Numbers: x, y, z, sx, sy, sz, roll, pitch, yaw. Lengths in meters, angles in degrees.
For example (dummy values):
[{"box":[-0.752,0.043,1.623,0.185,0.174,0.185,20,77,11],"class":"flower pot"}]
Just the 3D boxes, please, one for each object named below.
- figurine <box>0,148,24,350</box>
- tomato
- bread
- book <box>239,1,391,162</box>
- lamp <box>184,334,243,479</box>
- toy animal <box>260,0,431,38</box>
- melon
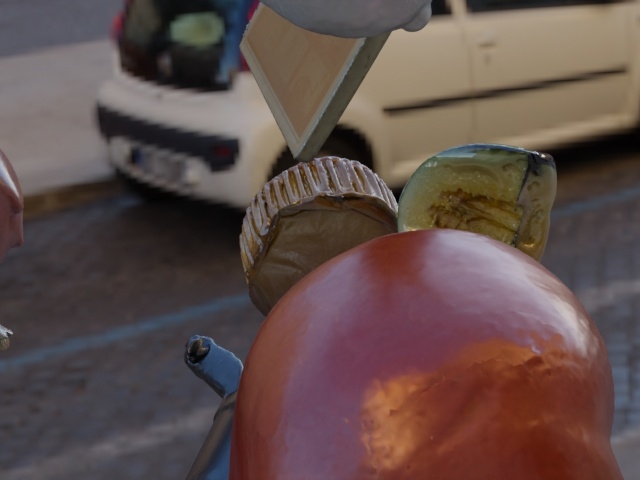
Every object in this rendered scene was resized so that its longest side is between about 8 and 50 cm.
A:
[{"box":[-0.382,0.001,1.832,0.166,0.387,0.207,-15,44,-36],"class":"figurine"},{"box":[0.047,0.125,0.874,0.180,0.259,0.260,0,16,-7],"class":"tomato"},{"box":[0.001,0.000,2.103,0.199,0.199,0.104,-8,39,-10],"class":"bread"},{"box":[0.005,-0.172,1.346,0.018,0.170,0.241,24,18,-22],"class":"book"},{"box":[-0.050,0.276,1.656,0.272,0.205,0.374,-50,37,-14],"class":"lamp"},{"box":[-0.010,-0.219,1.008,0.140,0.282,0.138,-33,60,2],"class":"toy animal"},{"box":[0.136,-0.025,1.586,0.128,0.160,0.079,24,26,17],"class":"melon"}]
